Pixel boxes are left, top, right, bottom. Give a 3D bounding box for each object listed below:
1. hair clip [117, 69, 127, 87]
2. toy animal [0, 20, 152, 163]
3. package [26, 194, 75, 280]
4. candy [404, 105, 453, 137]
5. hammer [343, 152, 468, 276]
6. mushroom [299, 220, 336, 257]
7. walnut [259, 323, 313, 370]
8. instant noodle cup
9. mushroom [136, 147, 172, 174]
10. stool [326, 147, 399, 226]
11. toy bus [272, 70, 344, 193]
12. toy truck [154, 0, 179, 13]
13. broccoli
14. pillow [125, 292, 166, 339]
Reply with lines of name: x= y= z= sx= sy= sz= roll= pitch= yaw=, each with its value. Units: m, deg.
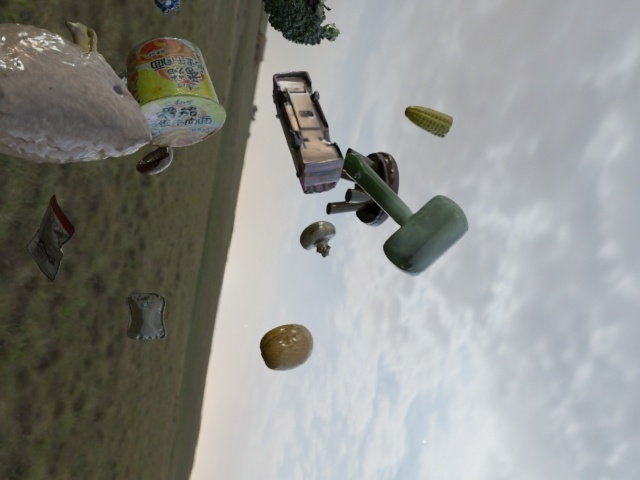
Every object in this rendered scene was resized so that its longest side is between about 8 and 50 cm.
hair clip: x=-0.661 y=-0.473 z=1.713 sx=0.091 sy=0.321 sz=0.138 roll=48 pitch=-6 yaw=21
toy animal: x=-0.470 y=-0.241 z=0.870 sx=0.188 sy=0.358 sz=0.227 roll=-39 pitch=-119 yaw=35
package: x=-0.810 y=-0.004 z=1.595 sx=0.154 sy=0.030 sz=0.239 roll=49 pitch=-58 yaw=18
candy: x=0.421 y=-0.477 z=2.099 sx=0.106 sy=0.198 sz=0.094 roll=-124 pitch=-126 yaw=-71
hammer: x=0.174 y=-0.087 z=1.262 sx=0.206 sy=0.335 sz=0.119 roll=-44 pitch=171 yaw=2
mushroom: x=0.000 y=0.000 z=1.163 sx=0.079 sy=0.085 sz=0.085 roll=59 pitch=-24 yaw=17
walnut: x=-0.120 y=0.384 z=1.913 sx=0.165 sy=0.197 sz=0.165 roll=35 pitch=-48 yaw=52
instant noodle cup: x=-0.400 y=-0.398 z=1.419 sx=0.264 sy=0.264 sz=0.200 roll=125 pitch=-47 yaw=-69
mushroom: x=-0.476 y=-0.228 z=1.537 sx=0.123 sy=0.123 sz=0.052 roll=-98 pitch=163 yaw=-59
stool: x=0.143 y=-0.190 z=1.880 sx=0.272 sy=0.178 sz=0.272 roll=-172 pitch=-90 yaw=-68
toy bus: x=-0.034 y=-0.225 z=1.086 sx=0.112 sy=0.090 sz=0.274 roll=97 pitch=-21 yaw=-53
toy truck: x=-0.447 y=-0.718 z=1.550 sx=0.073 sy=0.056 sz=0.090 roll=-35 pitch=168 yaw=-29
broccoli: x=-0.036 y=-0.773 z=1.732 sx=0.243 sy=0.263 sz=0.247 roll=-58 pitch=173 yaw=-39
pillow: x=-0.577 y=0.255 z=1.762 sx=0.033 sy=0.130 sz=0.218 roll=-107 pitch=-155 yaw=-51
